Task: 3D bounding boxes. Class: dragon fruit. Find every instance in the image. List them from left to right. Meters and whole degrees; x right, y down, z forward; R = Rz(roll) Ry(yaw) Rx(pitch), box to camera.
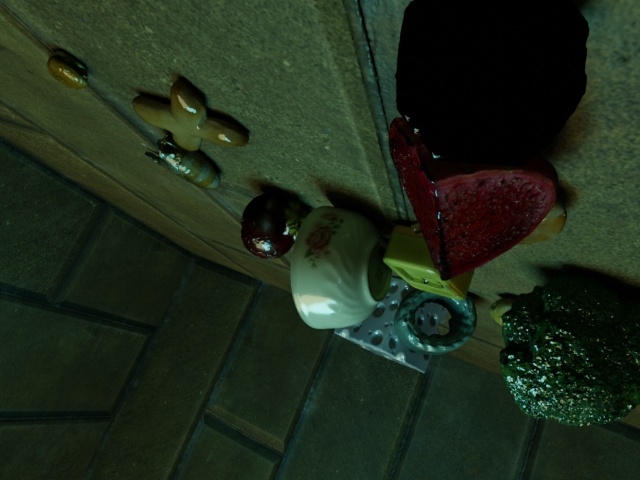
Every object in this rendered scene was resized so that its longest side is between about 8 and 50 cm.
[{"bbox_3d":[0.171,-0.057,0.528,0.189,0.163,0.262,5,154,18],"label":"dragon fruit"}]

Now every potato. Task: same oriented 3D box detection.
[{"bbox_3d":[0.509,0.195,1.110,0.170,0.080,0.107,24,155,6],"label":"potato"}]

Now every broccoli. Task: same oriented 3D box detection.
[{"bbox_3d":[0.488,0.202,0.850,0.307,0.308,0.275,20,-159,15],"label":"broccoli"}]

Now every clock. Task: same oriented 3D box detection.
[{"bbox_3d":[0.236,0.048,0.961,0.143,0.096,0.202,10,163,37],"label":"clock"}]

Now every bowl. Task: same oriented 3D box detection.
[{"bbox_3d":[0.066,0.060,0.970,0.145,0.277,0.277,0,156,31],"label":"bowl"}]

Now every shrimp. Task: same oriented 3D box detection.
[{"bbox_3d":[-0.339,-0.189,1.132,0.185,0.068,0.287,34,174,-26],"label":"shrimp"},{"bbox_3d":[0.224,-0.044,0.686,0.152,0.063,0.287,33,161,-29],"label":"shrimp"}]

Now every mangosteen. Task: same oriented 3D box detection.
[{"bbox_3d":[-0.108,-0.039,1.104,0.180,0.166,0.166,-10,159,9],"label":"mangosteen"}]

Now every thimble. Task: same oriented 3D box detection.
[{"bbox_3d":[0.332,0.222,1.283,0.234,0.199,0.143,-16,163,-3],"label":"thimble"}]

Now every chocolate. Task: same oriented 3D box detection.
[{"bbox_3d":[0.124,-0.136,0.383,0.156,0.156,0.133,24,-176,-4],"label":"chocolate"}]

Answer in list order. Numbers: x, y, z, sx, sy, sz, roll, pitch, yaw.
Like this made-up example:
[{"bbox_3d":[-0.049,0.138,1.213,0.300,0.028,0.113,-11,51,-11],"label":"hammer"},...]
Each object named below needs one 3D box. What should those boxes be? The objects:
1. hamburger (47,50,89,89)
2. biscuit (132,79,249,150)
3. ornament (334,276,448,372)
[{"bbox_3d":[-0.480,-0.321,0.853,0.076,0.044,0.083,32,162,-34],"label":"hamburger"},{"bbox_3d":[-0.249,-0.221,0.842,0.207,0.047,0.164,9,161,47],"label":"biscuit"},{"bbox_3d":[0.239,0.268,1.512,0.239,0.240,0.239,34,164,-33],"label":"ornament"}]
